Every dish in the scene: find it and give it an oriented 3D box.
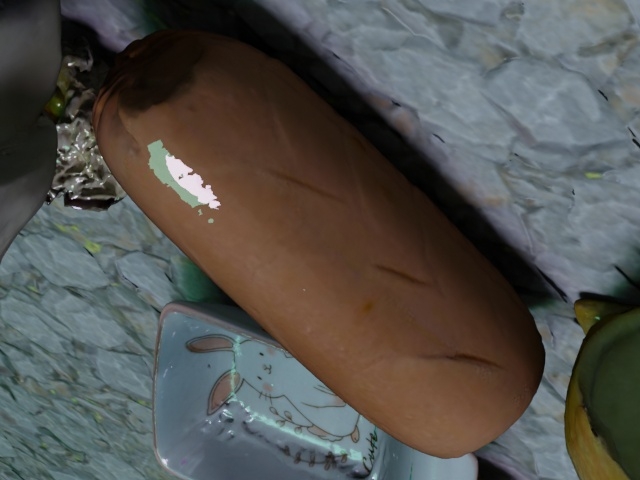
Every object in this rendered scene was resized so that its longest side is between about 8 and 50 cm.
[{"bbox_3d":[0.002,0.122,1.293,0.234,0.064,0.154,21,128,19],"label":"dish"}]

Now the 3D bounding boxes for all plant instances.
[{"bbox_3d":[-0.156,-0.063,1.161,0.116,0.104,0.122,51,176,6],"label":"plant"}]

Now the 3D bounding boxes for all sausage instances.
[{"bbox_3d":[-0.001,-0.001,1.080,0.304,0.121,0.121,42,148,-22],"label":"sausage"}]

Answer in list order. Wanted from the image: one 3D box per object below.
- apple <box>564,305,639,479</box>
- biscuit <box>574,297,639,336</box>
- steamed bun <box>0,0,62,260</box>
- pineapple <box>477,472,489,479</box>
[{"bbox_3d":[0.292,0.135,1.009,0.346,0.254,0.179,14,103,16],"label":"apple"},{"bbox_3d":[0.194,0.066,1.111,0.083,0.018,0.081,8,144,34],"label":"biscuit"},{"bbox_3d":[-0.270,-0.114,0.942,0.342,0.368,0.255,22,140,-27],"label":"steamed bun"},{"bbox_3d":[0.123,0.279,1.400,0.130,0.119,0.277,-5,137,19],"label":"pineapple"}]
